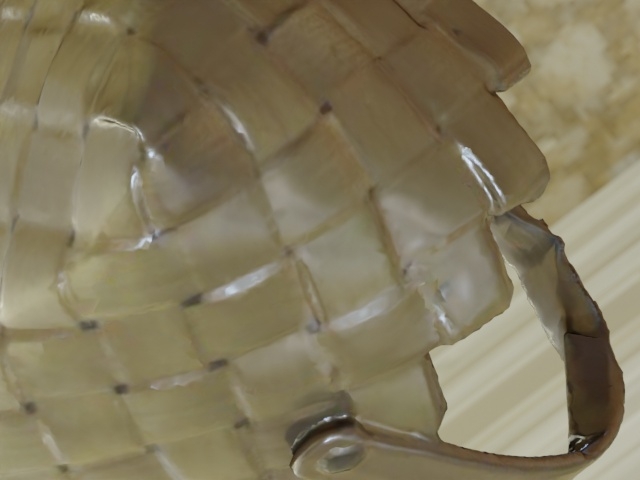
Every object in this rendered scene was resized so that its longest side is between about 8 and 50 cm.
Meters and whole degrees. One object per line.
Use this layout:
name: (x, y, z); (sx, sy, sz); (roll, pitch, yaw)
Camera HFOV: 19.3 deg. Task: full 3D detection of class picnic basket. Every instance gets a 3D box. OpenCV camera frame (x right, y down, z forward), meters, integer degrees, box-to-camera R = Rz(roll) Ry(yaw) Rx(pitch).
picnic basket: (0.000, 0.000, 0.427); (0.178, 0.138, 0.128); (18, -137, -32)
